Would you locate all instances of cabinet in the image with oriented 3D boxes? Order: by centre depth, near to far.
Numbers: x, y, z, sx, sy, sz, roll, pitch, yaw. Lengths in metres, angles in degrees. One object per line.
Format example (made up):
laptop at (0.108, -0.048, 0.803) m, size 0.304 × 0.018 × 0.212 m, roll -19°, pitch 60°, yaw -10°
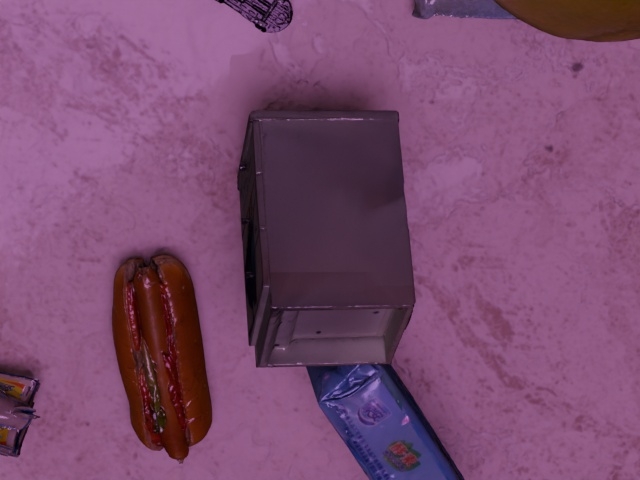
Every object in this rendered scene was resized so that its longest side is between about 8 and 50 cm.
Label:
cabinet at (0.000, 0.000, 1.884) m, size 0.150 × 0.206 × 0.145 m, roll 0°, pitch 154°, yaw -8°

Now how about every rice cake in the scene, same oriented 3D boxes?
rice cake at (0.193, -0.240, 1.933) m, size 0.211 × 0.034 × 0.043 m, roll 0°, pitch 120°, yaw -9°

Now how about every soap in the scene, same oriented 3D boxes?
soap at (0.075, 0.205, 2.027) m, size 0.077 × 0.156 × 0.293 m, roll -33°, pitch 111°, yaw 3°

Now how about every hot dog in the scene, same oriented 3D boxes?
hot dog at (-0.161, 0.126, 2.012) m, size 0.092 × 0.062 × 0.235 m, roll -13°, pitch 113°, yaw -7°

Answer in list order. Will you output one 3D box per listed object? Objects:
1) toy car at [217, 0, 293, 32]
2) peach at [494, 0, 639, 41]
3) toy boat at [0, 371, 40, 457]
toy car at (-0.068, -0.236, 1.902) m, size 0.093 × 0.025 × 0.041 m, roll 33°, pitch 105°, yaw -15°
peach at (0.274, -0.330, 1.778) m, size 0.315 × 0.281 × 0.314 m, roll 24°, pitch 102°, yaw -26°
toy boat at (-0.386, 0.161, 1.992) m, size 0.210 × 0.066 × 0.084 m, roll 15°, pitch 70°, yaw -3°
